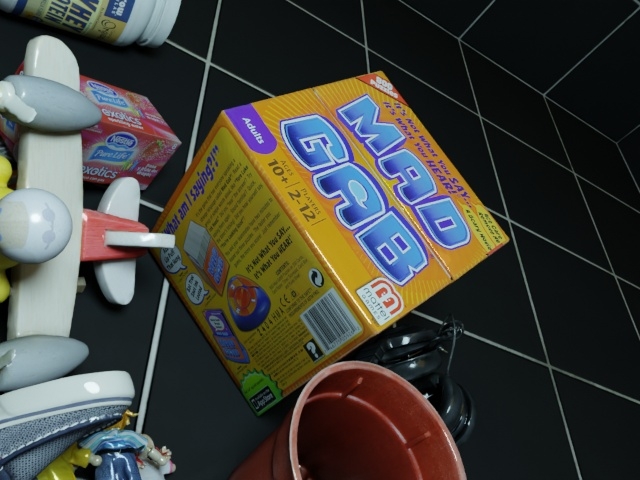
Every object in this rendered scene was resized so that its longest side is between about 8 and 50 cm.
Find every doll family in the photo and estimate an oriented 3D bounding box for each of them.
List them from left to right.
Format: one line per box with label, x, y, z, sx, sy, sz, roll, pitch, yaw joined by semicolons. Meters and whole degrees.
doll family;-0.280;0.280;0.777;0.262;0.118;0.163;8;51;-37

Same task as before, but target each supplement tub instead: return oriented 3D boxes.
supplement tub;-0.451;-0.517;1.244;0.316;0.228;0.229;8;51;-36

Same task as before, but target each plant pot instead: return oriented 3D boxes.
plant pot;0.007;0.343;0.859;0.272;0.265;0.273;23;44;-25

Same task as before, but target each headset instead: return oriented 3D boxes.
headset;0.161;0.262;1.152;0.394;0.185;0.244;-40;102;-47

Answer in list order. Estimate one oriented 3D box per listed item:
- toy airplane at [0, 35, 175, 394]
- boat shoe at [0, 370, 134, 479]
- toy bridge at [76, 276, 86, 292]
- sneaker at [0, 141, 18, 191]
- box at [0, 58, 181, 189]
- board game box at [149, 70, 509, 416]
toy airplane;-0.359;-0.008;0.806;0.384;0.272;0.386;-47;115;-27
boat shoe;-0.334;0.257;0.640;0.127;0.340;0.158;59;10;-70
toy bridge;-0.414;-0.004;0.984;0.063;0.026;0.188;-1;58;-40
sneaker;-0.506;-0.104;0.953;0.083;0.084;0.215;49;28;4
box;-0.372;-0.179;1.036;0.128;0.123;0.256;51;20;22
board game box;0.000;0.000;1.043;0.356;0.356;0.356;-27;78;-42
